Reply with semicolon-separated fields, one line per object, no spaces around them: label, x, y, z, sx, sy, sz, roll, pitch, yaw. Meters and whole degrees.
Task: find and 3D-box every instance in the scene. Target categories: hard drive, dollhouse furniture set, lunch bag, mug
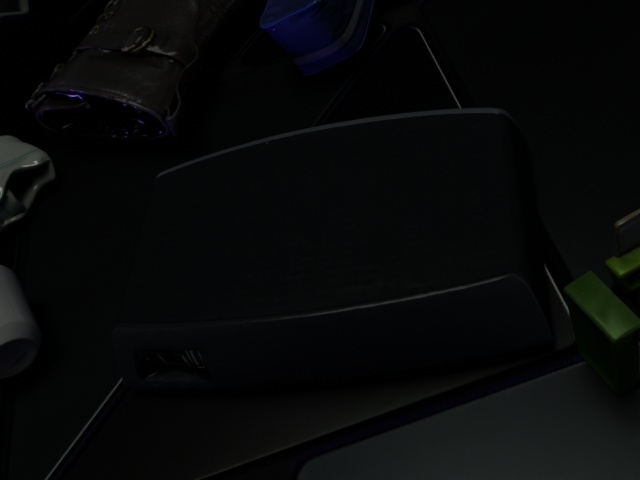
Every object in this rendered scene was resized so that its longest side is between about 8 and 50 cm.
hard drive;0.000;0.000;0.470;0.254;0.054;0.172;-9;49;17
dollhouse furniture set;0.192;0.009;0.374;0.151;0.058;0.076;-30;47;-2
lunch bag;0.002;-0.184;0.619;0.067;0.065;0.098;-13;47;35
mug;-0.219;0.064;0.521;0.062;0.078;0.064;-18;47;-38

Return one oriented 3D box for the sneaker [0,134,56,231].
sneaker;-0.272;-0.023;0.611;0.061;0.054;0.152;17;60;30

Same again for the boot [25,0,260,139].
boot;-0.182;-0.188;0.685;0.263;0.091;0.229;13;58;29

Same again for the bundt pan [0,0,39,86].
bundt pan;-0.433;-0.227;0.730;0.331;0.124;0.331;14;40;-12
